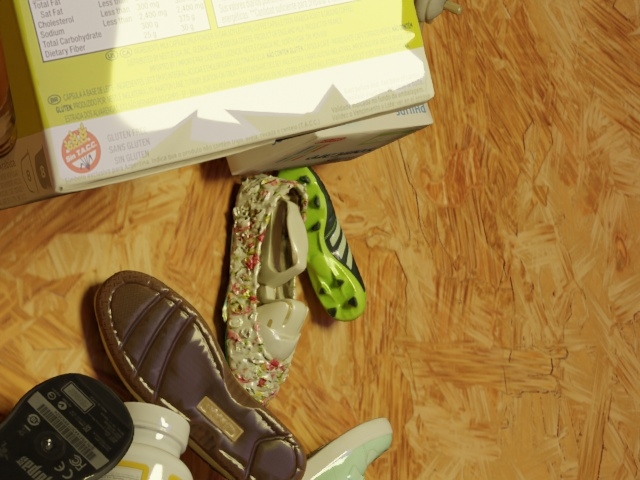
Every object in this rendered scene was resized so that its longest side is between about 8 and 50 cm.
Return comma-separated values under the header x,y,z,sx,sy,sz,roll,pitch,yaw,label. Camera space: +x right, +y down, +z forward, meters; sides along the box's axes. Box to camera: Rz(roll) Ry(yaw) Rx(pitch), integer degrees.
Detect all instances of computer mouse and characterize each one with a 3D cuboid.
x,y,z,sx,sy,sz,roll,pitch,yaw,label
-0.282,0.178,1.524,0.184,0.060,0.262,39,44,3,computer mouse

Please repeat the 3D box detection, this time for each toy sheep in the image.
x,y,z,sx,sy,sz,roll,pitch,yaw,label
0.100,-0.281,2.125,0.091,0.132,0.091,21,90,-78,toy sheep

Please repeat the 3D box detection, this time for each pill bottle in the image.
x,y,z,sx,sy,sz,roll,pitch,yaw,label
-0.168,0.239,1.640,0.103,0.103,0.184,39,52,-40,pill bottle

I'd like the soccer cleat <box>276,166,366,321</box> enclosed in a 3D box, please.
x,y,z,sx,sy,sz,roll,pitch,yaw,label
0.000,0.000,1.973,0.072,0.060,0.179,-48,117,-75,soccer cleat

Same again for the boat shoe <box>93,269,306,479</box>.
x,y,z,sx,sy,sz,roll,pitch,yaw,label
-0.124,0.139,1.750,0.095,0.095,0.257,-39,96,-16,boat shoe

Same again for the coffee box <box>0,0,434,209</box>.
x,y,z,sx,sy,sz,roll,pitch,yaw,label
-0.167,-0.217,1.500,0.338,0.338,0.334,-16,94,-32,coffee box

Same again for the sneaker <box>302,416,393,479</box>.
x,y,z,sx,sy,sz,roll,pitch,yaw,label
0.012,0.286,1.842,0.256,0.094,0.151,-36,89,-41,sneaker

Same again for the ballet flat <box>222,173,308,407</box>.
x,y,z,sx,sy,sz,roll,pitch,yaw,label
-0.049,0.045,1.871,0.091,0.077,0.241,17,68,-50,ballet flat

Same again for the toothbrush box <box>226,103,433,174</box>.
x,y,z,sx,sy,sz,roll,pitch,yaw,label
-0.029,-0.222,1.904,0.206,0.122,0.283,-10,81,-53,toothbrush box
